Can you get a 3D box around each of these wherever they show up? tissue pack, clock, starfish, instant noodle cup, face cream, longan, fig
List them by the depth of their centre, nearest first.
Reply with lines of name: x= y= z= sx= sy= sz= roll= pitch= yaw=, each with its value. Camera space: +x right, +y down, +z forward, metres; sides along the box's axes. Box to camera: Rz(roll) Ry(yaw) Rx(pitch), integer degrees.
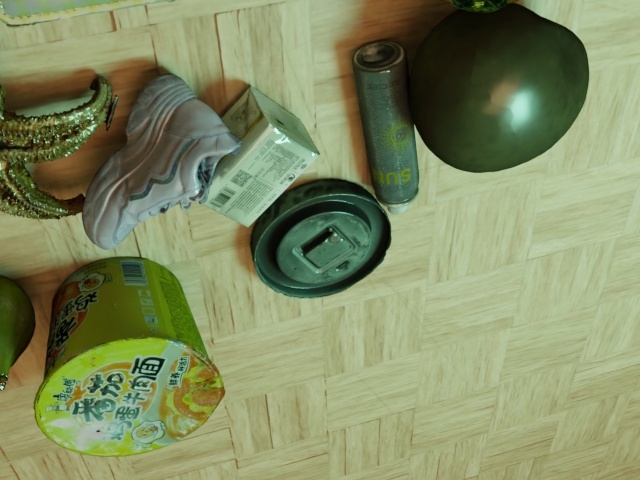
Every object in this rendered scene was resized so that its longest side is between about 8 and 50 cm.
starfish: x=-0.387 y=-0.133 z=0.908 sx=0.303 sy=0.113 sz=0.312 roll=-8 pitch=143 yaw=-13
longan: x=0.227 y=-0.200 z=1.014 sx=0.246 sy=0.215 sz=0.246 roll=-47 pitch=170 yaw=-11
tissue pack: x=-0.096 y=-0.110 z=1.052 sx=0.149 sy=0.099 sz=0.106 roll=-43 pitch=137 yaw=19
fig: x=-0.446 y=0.136 z=1.092 sx=0.133 sy=0.185 sz=0.127 roll=-50 pitch=159 yaw=17
face cream: x=0.099 y=-0.148 z=1.117 sx=0.073 sy=0.073 sz=0.283 roll=-19 pitch=136 yaw=-5
instant noodle cup: x=-0.292 y=0.164 z=1.161 sx=0.265 sy=0.200 sz=0.264 roll=-12 pitch=134 yaw=-12
clock: x=0.000 y=0.000 z=1.238 sx=0.226 sy=0.049 sz=0.226 roll=-12 pitch=136 yaw=-12

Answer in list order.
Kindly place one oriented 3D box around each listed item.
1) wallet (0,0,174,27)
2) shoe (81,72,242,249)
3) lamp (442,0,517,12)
wallet: x=-0.245 y=-0.367 z=0.746 sx=0.223 sy=0.077 sz=0.309 roll=-9 pitch=139 yaw=-7
shoe: x=-0.201 y=-0.075 z=0.991 sx=0.245 sy=0.138 sz=0.095 roll=-57 pitch=165 yaw=17
lamp: x=0.180 y=-0.356 z=0.864 sx=0.223 sy=0.196 sz=0.223 roll=5 pitch=166 yaw=1
